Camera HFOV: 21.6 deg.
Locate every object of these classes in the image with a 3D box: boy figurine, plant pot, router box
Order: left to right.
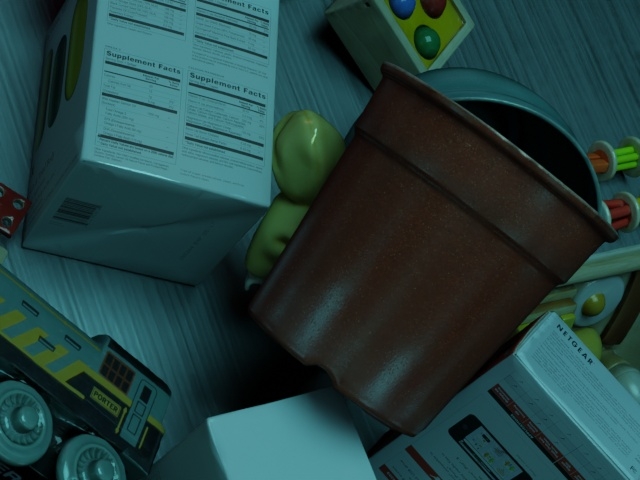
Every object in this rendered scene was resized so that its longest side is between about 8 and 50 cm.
[{"bbox_3d":[0.000,0.000,1.707,0.177,0.285,0.092,-19,29,-3],"label":"boy figurine"},{"bbox_3d":[0.089,0.021,1.558,0.272,0.272,0.265,36,92,-8],"label":"plant pot"},{"bbox_3d":[0.148,-0.072,1.838,0.293,0.293,0.196,25,29,-16],"label":"plant pot"},{"bbox_3d":[0.233,0.274,1.660,0.335,0.301,0.082,48,47,0],"label":"router box"}]

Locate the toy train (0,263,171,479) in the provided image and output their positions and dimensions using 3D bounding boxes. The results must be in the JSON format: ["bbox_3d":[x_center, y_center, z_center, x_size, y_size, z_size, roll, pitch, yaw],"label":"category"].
[{"bbox_3d":[-0.283,0.133,1.521,0.334,0.142,0.190,42,44,-25],"label":"toy train"}]

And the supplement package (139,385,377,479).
[{"bbox_3d":[-0.051,0.269,1.568,0.149,0.203,0.194,-12,72,-33],"label":"supplement package"}]

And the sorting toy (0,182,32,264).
[{"bbox_3d":[-0.386,0.029,1.607,0.132,0.046,0.274,31,55,-12],"label":"sorting toy"}]

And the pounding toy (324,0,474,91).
[{"bbox_3d":[0.091,-0.309,1.981,0.206,0.094,0.181,55,50,-21],"label":"pounding toy"}]

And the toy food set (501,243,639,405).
[{"bbox_3d":[0.277,0.128,1.806,0.306,0.219,0.092,-11,43,-33],"label":"toy food set"}]

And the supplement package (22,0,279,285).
[{"bbox_3d":[-0.172,-0.127,1.712,0.198,0.199,0.262,14,59,-22],"label":"supplement package"}]

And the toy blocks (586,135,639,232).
[{"bbox_3d":[0.344,-0.063,2.059,0.148,0.054,0.123,-11,71,-33],"label":"toy blocks"}]
